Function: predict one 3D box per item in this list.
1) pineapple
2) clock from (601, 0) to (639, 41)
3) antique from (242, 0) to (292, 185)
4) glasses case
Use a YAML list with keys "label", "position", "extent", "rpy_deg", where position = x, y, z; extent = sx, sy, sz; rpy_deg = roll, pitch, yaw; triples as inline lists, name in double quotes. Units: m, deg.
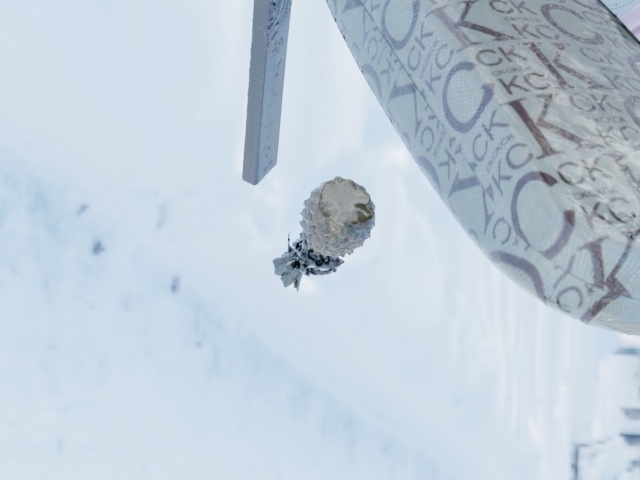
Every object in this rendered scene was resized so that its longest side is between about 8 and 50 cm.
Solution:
- label: "pineapple"
  position: [0.000, 0.000, 1.300]
  extent: [0.159, 0.074, 0.074]
  rpy_deg: [126, -22, -57]
- label: "clock"
  position: [0.299, -0.278, 1.177]
  extent: [0.080, 0.290, 0.275]
  rpy_deg: [28, 40, -40]
- label: "antique"
  position: [-0.036, -0.110, 0.900]
  extent: [0.031, 0.015, 0.192]
  rpy_deg: [-53, 161, -37]
- label: "glasses case"
  position: [0.100, -0.080, 0.678]
  extent: [0.355, 0.137, 0.085]
  rpy_deg: [-114, -142, -48]
